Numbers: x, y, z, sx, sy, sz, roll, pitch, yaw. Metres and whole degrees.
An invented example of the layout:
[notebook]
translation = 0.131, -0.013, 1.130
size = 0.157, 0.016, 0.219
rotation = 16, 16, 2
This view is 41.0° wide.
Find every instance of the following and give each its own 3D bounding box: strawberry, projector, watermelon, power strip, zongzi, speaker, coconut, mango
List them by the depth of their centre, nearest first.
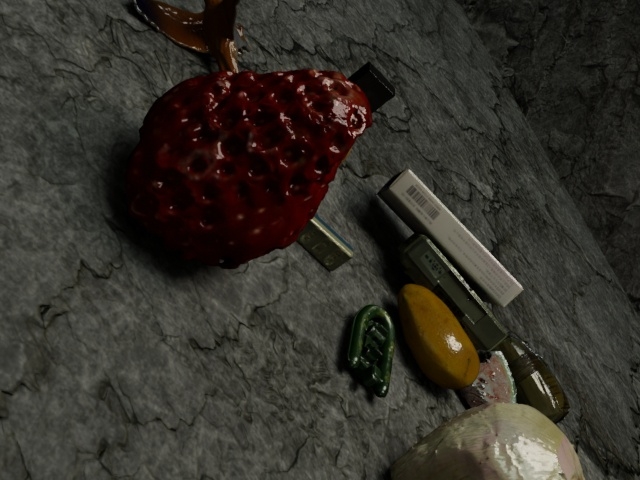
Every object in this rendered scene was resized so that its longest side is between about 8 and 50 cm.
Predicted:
[strawberry]
translation = -0.095, -0.134, 1.228
size = 0.295, 0.345, 0.317
rotation = 59, 26, 6
[coconut]
translation = 0.283, 0.394, 1.330
size = 0.297, 0.255, 0.297
rotation = 37, 32, -28
[power strip]
translation = 0.000, 0.000, 1.555
size = 0.123, 0.056, 0.032
rotation = 43, 29, -21
[mango]
translation = 0.221, 0.182, 1.644
size = 0.227, 0.109, 0.147
rotation = 58, 29, 10
[watermelon]
translation = 0.327, 0.300, 1.737
size = 0.139, 0.071, 0.187
rotation = 30, 42, -28
[speaker]
translation = 0.047, -0.270, 1.775
size = 0.082, 0.218, 0.044
rotation = 40, 30, -24
[projector]
translation = 0.263, 0.107, 1.788
size = 0.269, 0.088, 0.193
rotation = 50, 2, -2
[zongzi]
translation = 0.475, 0.313, 1.924
size = 0.242, 0.112, 0.221
rotation = 16, 44, -63

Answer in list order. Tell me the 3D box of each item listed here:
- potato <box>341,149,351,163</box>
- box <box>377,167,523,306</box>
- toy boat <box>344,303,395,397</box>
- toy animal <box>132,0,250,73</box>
[potato]
translation = -0.023, -0.196, 1.664
size = 0.150, 0.146, 0.234
rotation = 19, 28, 29
[box]
translation = 0.269, -0.004, 1.830
size = 0.343, 0.065, 0.200
rotation = 46, -2, -2
[toy boat]
translation = 0.090, 0.185, 1.487
size = 0.104, 0.052, 0.210
rotation = 45, 28, -14
[toy animal]
translation = -0.173, -0.364, 1.636
size = 0.302, 0.225, 0.284
rotation = -50, 122, -75
